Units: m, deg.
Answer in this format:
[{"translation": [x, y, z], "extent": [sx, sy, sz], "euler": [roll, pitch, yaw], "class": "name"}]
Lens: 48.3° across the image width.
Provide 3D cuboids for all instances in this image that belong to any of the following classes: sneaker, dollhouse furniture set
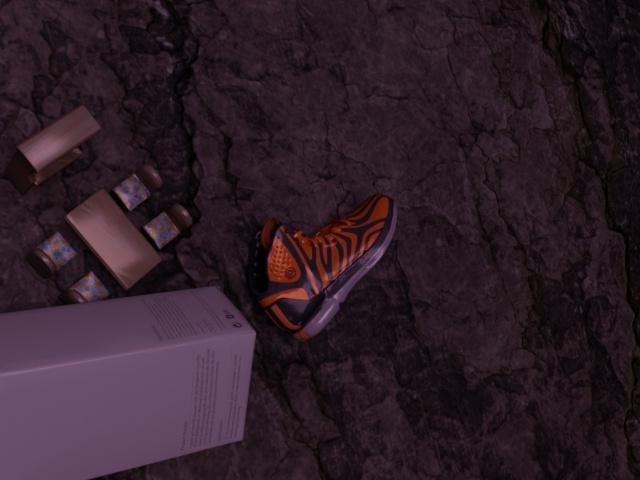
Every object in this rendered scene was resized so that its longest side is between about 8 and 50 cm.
[{"translation": [0.000, 0.000, 1.235], "extent": [0.180, 0.124, 0.321], "euler": [45, 62, -17], "class": "sneaker"}, {"translation": [-0.324, -0.046, 1.028], "extent": [0.212, 0.161, 0.242], "euler": [-44, 104, -29], "class": "dollhouse furniture set"}]

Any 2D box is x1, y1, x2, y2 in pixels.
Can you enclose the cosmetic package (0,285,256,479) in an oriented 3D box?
[{"translation": [-0.287, 0.196, 0.971], "extent": [0.365, 0.155, 0.197], "euler": [-4, 116, -31], "class": "cosmetic package"}]
